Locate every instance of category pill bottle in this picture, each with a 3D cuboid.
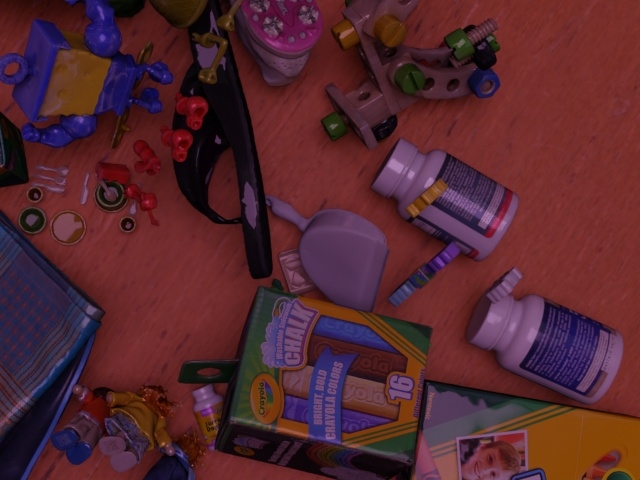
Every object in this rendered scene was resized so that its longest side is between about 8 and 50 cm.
[{"bbox_3d":[-0.142,0.233,1.383,0.043,0.043,0.083,-22,88,-7],"label":"pill bottle"},{"bbox_3d":[0.297,0.136,1.401,0.187,0.112,0.112,24,84,-4],"label":"pill bottle"},{"bbox_3d":[0.164,-0.060,1.403,0.180,0.108,0.108,31,84,-3],"label":"pill bottle"}]

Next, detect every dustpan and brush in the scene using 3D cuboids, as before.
[{"bbox_3d":[0.000,0.000,1.376,0.211,0.147,0.060,28,43,17],"label":"dustpan and brush"}]

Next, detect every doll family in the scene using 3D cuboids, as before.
[{"bbox_3d":[-0.207,0.273,1.311,0.118,0.163,0.263,-25,102,17],"label":"doll family"}]

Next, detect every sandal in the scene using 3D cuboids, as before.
[{"bbox_3d":[-0.147,-0.156,1.361,0.107,0.167,0.445,-14,79,0],"label":"sandal"}]

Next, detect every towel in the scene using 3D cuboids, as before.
[{"bbox_3d":[-0.470,0.154,1.301,0.271,0.040,0.370,38,82,26],"label":"towel"}]

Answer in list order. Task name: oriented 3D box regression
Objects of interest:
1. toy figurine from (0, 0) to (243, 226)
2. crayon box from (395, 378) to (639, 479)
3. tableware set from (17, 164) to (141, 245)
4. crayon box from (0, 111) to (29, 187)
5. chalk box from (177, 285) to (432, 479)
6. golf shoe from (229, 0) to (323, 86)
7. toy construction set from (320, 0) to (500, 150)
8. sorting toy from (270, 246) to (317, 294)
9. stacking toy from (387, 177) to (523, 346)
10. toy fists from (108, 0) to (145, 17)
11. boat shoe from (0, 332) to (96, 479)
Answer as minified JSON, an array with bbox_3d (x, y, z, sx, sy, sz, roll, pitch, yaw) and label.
[{"bbox_3d":[-0.263,-0.202,1.228,0.217,0.191,0.362,4,127,-34],"label":"toy figurine"},{"bbox_3d":[0.251,0.388,1.381,0.313,0.106,0.362,10,85,-5],"label":"crayon box"},{"bbox_3d":[-0.320,-0.043,1.394,0.154,0.024,0.104,12,85,-5],"label":"tableware set"},{"bbox_3d":[-0.523,-0.099,1.305,0.279,0.165,0.081,-9,87,-6],"label":"crayon box"},{"bbox_3d":[-0.030,0.181,1.310,0.289,0.180,0.179,15,65,-6],"label":"chalk box"},{"bbox_3d":[-0.092,-0.340,1.399,0.115,0.140,0.306,-13,64,-14],"label":"golf shoe"},{"bbox_3d":[0.065,-0.270,1.372,0.237,0.257,0.308,-33,69,5],"label":"toy construction set"},{"bbox_3d":[-0.035,0.043,1.423,0.083,0.012,0.062,-18,86,-7],"label":"sorting toy"},{"bbox_3d":[0.135,0.043,1.372,0.167,0.052,0.221,49,128,0],"label":"stacking toy"},{"bbox_3d":[-0.258,-0.435,1.369,0.096,0.142,0.279,12,84,-5],"label":"toy fists"},{"bbox_3d":[-0.373,0.211,1.329,0.089,0.109,0.258,28,82,-8],"label":"boat shoe"}]
